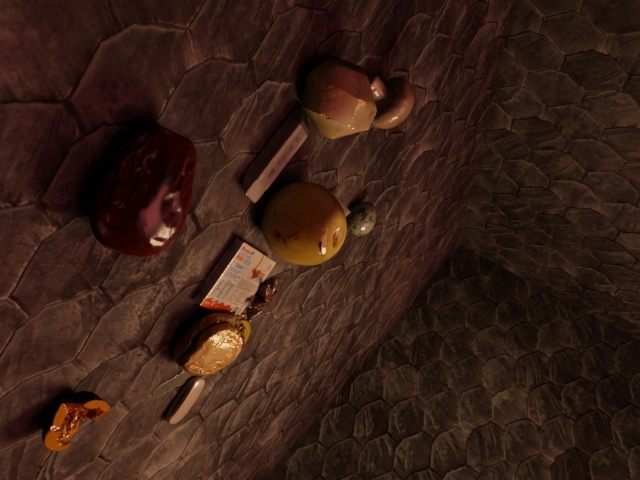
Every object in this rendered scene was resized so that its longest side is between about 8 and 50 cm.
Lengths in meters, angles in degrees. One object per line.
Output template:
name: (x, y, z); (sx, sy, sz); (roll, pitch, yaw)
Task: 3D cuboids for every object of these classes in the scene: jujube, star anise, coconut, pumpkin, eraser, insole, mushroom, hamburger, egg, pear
jujube: (-0.420, -0.117, 1.236); (0.223, 0.223, 0.318); (19, 94, -63)
star anise: (-0.222, 0.213, 2.017); (0.171, 0.063, 0.208); (-63, 170, 27)
coconut: (0.060, -0.450, 1.659); (0.259, 0.259, 0.259); (-40, 148, -32)
pumpkin: (-0.716, 0.504, 1.474); (0.183, 0.108, 0.119); (-37, 140, -22)
eraser: (-0.143, -0.284, 1.675); (0.352, 0.061, 0.089); (-54, 153, -7)
insole: (-0.534, 0.528, 1.923); (0.232, 0.003, 0.080); (-19, 134, -52)
mushroom: (0.259, -0.534, 1.948); (0.206, 0.206, 0.209); (-59, 154, 1)
hamburger: (-0.387, 0.360, 1.825); (0.286, 0.146, 0.243); (-28, 148, -26)
egg: (0.191, -0.103, 2.357); (0.172, 0.132, 0.132); (-62, 156, -19)
pear: (-0.052, -0.059, 1.817); (0.309, 0.309, 0.309); (-40, 148, -32)

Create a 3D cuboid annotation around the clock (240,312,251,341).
clock: (-0.353, 0.402, 2.042); (0.237, 0.057, 0.237); (-39, 147, -31)

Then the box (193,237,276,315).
box: (-0.304, 0.144, 1.862); (0.265, 0.048, 0.273); (-55, 153, -4)

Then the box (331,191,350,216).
box: (0.012, -0.087, 2.090); (0.220, 0.122, 0.032); (-46, -172, -24)

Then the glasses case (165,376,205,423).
glasses case: (-0.524, 0.621, 1.984); (0.204, 0.051, 0.081); (-55, 154, -7)
